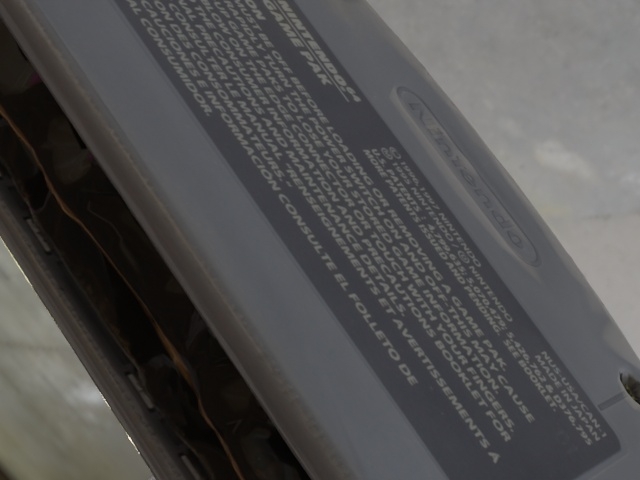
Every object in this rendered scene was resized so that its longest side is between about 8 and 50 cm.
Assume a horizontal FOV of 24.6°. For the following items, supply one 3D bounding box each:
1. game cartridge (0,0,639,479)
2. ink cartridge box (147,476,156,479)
[{"bbox_3d":[0.000,0.000,0.434,0.297,0.062,0.198,55,-156,15],"label":"game cartridge"},{"bbox_3d":[-0.024,0.273,1.024,0.045,0.208,0.206,-57,30,32],"label":"ink cartridge box"}]
